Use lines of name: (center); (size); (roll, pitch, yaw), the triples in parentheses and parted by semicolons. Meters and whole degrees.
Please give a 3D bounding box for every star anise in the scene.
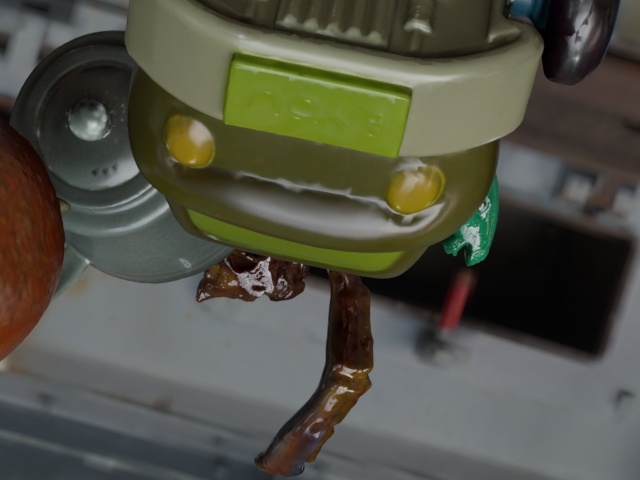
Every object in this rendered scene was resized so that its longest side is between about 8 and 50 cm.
star anise: (-0.011, 0.002, 1.387); (0.148, 0.346, 0.237); (7, 174, 17)

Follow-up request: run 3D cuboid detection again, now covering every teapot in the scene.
teapot: (-0.127, -0.053, 1.156); (0.162, 0.239, 0.149); (38, -179, 13)

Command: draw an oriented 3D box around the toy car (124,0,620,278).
toy car: (0.005, -0.087, 0.765); (0.204, 0.198, 0.248); (11, -134, 0)

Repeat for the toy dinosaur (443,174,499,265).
toy dinosaur: (0.039, -0.043, 0.968); (0.096, 0.132, 0.059); (-17, -167, -2)

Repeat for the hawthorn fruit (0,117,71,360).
hawthorn fruit: (-0.220, -0.005, 0.998); (0.199, 0.199, 0.251); (19, -159, 34)
